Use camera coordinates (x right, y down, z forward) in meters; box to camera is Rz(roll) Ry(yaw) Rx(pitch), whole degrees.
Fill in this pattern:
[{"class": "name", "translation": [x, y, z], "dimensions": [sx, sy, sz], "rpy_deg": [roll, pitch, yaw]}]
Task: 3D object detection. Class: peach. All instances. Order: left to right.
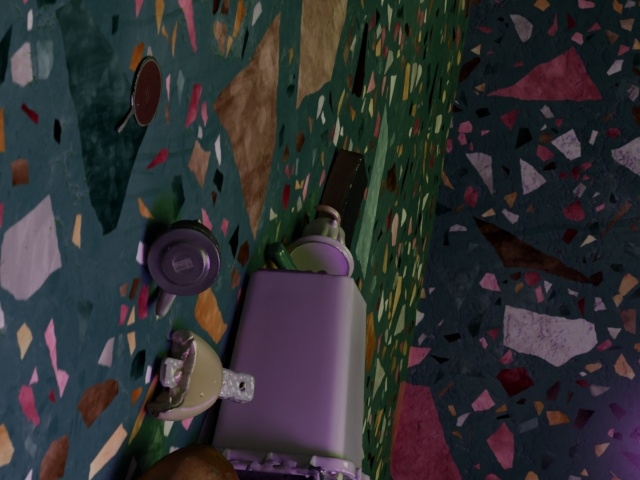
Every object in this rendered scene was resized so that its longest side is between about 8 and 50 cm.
[{"class": "peach", "translation": [-0.165, 0.381, 1.508], "dimensions": [0.214, 0.214, 0.236], "rpy_deg": [33, 61, -75]}]

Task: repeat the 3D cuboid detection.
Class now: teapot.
[{"class": "teapot", "translation": [-0.182, 0.023, 1.493], "dimensions": [0.092, 0.124, 0.091], "rpy_deg": [50, 14, -16]}]

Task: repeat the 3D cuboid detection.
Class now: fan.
[{"class": "fan", "translation": [-0.211, -0.162, 1.364], "dimensions": [0.133, 0.005, 0.085], "rpy_deg": [-66, 161, -49]}]

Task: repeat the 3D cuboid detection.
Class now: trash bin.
[{"class": "trash bin", "translation": [-0.042, 0.238, 1.855], "dimensions": [0.296, 0.255, 0.368], "rpy_deg": [57, 38, -66]}]

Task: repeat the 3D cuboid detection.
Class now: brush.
[{"class": "brush", "translation": [0.044, -0.073, 2.325], "dimensions": [0.123, 0.059, 0.197], "rpy_deg": [71, 32, -60]}]

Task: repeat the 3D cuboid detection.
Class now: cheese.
[{"class": "cheese", "translation": [-0.159, 0.200, 1.638], "dimensions": [0.235, 0.049, 0.127], "rpy_deg": [27, 64, -58]}]

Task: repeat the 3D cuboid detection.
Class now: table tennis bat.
[{"class": "table tennis bat", "translation": [-0.037, 0.075, 2.025], "dimensions": [0.201, 0.124, 0.033], "rpy_deg": [57, 49, -40]}]

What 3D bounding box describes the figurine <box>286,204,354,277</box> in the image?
[{"class": "figurine", "translation": [0.000, 0.000, 2.122], "dimensions": [0.154, 0.132, 0.132], "rpy_deg": [-82, 173, -52]}]
